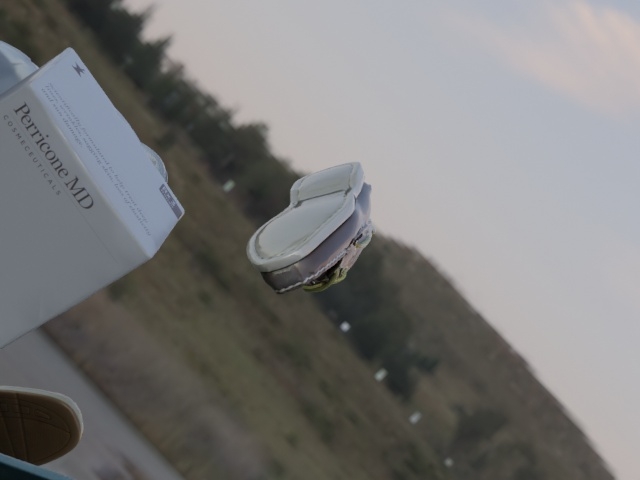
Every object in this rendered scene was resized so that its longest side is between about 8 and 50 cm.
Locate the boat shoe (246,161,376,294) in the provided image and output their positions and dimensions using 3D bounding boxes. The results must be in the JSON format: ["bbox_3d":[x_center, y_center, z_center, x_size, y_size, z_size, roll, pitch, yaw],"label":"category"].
[{"bbox_3d":[0.000,0.000,1.820,0.324,0.116,0.096,-61,135,-69],"label":"boat shoe"}]

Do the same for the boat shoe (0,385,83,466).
[{"bbox_3d":[-0.476,0.255,2.272,0.110,0.341,0.121,-38,119,-66],"label":"boat shoe"}]

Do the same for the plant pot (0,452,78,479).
[{"bbox_3d":[-0.408,0.413,1.921,0.248,0.247,0.252,16,-31,20],"label":"plant pot"}]

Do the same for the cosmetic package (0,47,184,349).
[{"bbox_3d":[-0.358,-0.001,1.648,0.217,0.385,0.156,54,20,-11],"label":"cosmetic package"}]

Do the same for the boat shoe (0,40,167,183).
[{"bbox_3d":[-0.313,-0.136,1.877,0.306,0.113,0.105,28,-2,-6],"label":"boat shoe"}]
